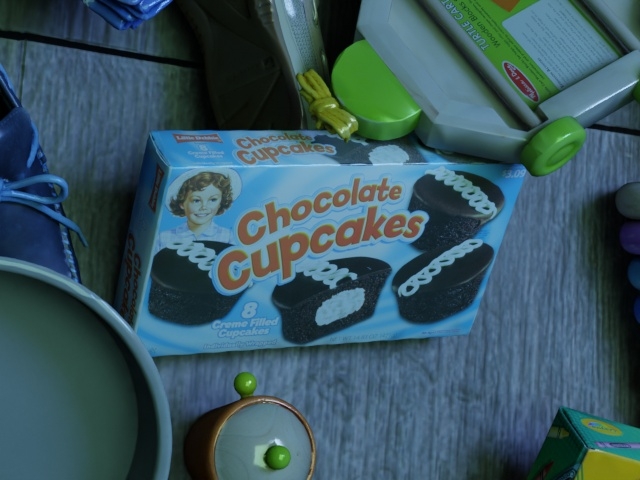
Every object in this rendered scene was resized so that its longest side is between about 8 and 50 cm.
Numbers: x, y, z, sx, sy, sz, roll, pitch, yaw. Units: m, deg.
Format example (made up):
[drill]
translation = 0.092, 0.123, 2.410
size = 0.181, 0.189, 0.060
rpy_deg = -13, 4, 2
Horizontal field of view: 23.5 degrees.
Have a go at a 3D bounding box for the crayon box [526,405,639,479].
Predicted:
[crayon box]
translation = 0.311, 0.268, 1.376
size = 0.278, 0.081, 0.165
rpy_deg = 17, 107, -17

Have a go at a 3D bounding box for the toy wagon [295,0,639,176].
[toy wagon]
translation = 0.131, -0.172, 1.271
size = 0.344, 0.068, 0.267
rpy_deg = -30, 69, -18

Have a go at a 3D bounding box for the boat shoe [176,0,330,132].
[boat shoe]
translation = -0.054, -0.207, 1.308
size = 0.098, 0.109, 0.302
rpy_deg = -3, 77, -62

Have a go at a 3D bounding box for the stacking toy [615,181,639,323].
[stacking toy]
translation = 0.353, 0.108, 1.464
size = 0.141, 0.141, 0.330
rpy_deg = -3, 93, -26

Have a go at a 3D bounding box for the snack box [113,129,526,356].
[snack box]
translation = 0.000, 0.000, 1.272
size = 0.322, 0.060, 0.187
rpy_deg = -2, 126, -26

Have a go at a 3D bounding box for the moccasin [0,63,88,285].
[moccasin]
translation = -0.280, -0.066, 1.166
size = 0.138, 0.117, 0.342
rpy_deg = -32, 100, -25

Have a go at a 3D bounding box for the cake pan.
[cake pan]
translation = -0.258, 0.147, 1.141
size = 0.293, 0.054, 0.293
rpy_deg = -3, 104, -11

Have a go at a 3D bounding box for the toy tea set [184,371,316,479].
[toy tea set]
translation = -0.028, 0.276, 1.253
size = 0.336, 0.124, 0.200
rpy_deg = 48, 68, -14

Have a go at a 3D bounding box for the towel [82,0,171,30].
[towel]
translation = -0.186, -0.344, 1.222
size = 0.336, 0.040, 0.243
rpy_deg = 43, 67, 5
